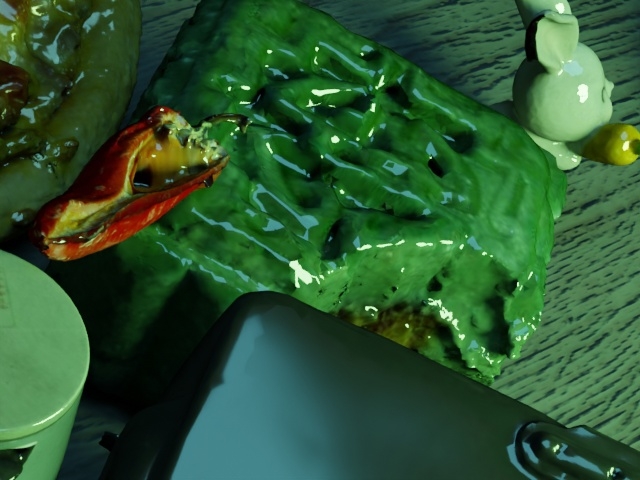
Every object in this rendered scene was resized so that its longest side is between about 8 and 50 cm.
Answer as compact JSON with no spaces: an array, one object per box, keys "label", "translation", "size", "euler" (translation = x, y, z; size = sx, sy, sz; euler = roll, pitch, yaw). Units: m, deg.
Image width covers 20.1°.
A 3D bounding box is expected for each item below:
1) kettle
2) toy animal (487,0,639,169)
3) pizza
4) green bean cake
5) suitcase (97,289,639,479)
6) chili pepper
[{"label":"kettle","translation":[-0.211,0.094,0.955],"size":[0.160,0.243,0.210],"euler":[6,48,-25]},{"label":"toy animal","translation":[0.175,-0.110,1.392],"size":[0.127,0.182,0.131],"euler":[2,51,-28]},{"label":"pizza","translation":[-0.269,-0.117,1.213],"size":[0.278,0.114,0.409],"euler":[46,43,7]},{"label":"green bean cake","translation":[0.000,0.000,1.211],"size":[0.308,0.169,0.300],"euler":[28,44,-7]},{"label":"suitcase","translation":[0.009,0.230,0.959],"size":[0.339,0.188,0.345],"euler":[27,60,-7]},{"label":"chili pepper","translation":[-0.101,-0.032,1.003],"size":[0.059,0.050,0.268],"euler":[44,28,-1]}]
